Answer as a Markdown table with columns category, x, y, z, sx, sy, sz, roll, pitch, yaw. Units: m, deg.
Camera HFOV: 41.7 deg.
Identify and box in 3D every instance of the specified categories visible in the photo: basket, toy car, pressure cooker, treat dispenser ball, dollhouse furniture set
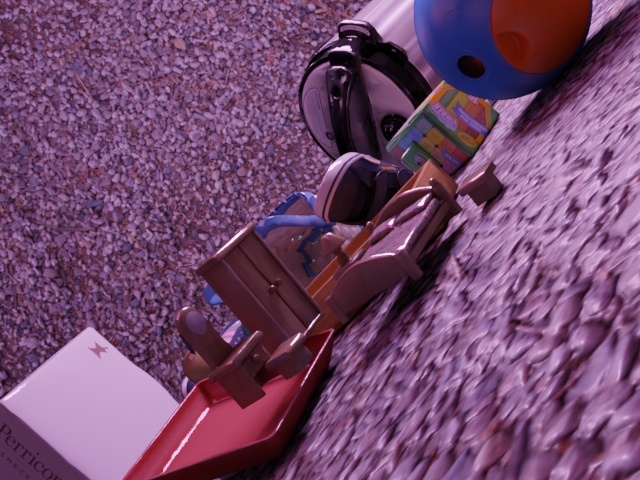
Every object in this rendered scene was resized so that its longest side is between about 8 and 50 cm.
| category | x | y | z | sx | sy | sz | roll | pitch | yaw |
| --- | --- | --- | --- | --- | --- | --- | --- | --- | --- |
| basket | -0.060 | 0.033 | 1.606 | 0.288 | 0.201 | 0.255 | -10 | -27 | -47 |
| toy car | -0.250 | 0.273 | 1.893 | 0.149 | 0.188 | 0.155 | -50 | 4 | -28 |
| pressure cooker | 0.154 | -0.354 | 1.981 | 0.420 | 0.370 | 0.375 | -52 | 7 | -36 |
| treat dispenser ball | 0.296 | -0.376 | 1.378 | 0.288 | 0.288 | 0.288 | -48 | 3 | 3 |
| dollhouse furniture set | 0.016 | 0.006 | 1.073 | 0.355 | 0.174 | 0.303 | -36 | 8 | 35 |

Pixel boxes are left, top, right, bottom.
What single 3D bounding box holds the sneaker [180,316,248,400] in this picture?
| category | x | y | z | sx | sy | sz | roll | pitch | yaw |
| --- | --- | --- | --- | --- | --- | --- | --- | --- | --- |
| sneaker | -0.226 | 0.305 | 2.202 | 0.131 | 0.112 | 0.319 | -19 | 27 | 48 |

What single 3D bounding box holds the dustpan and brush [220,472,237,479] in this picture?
| category | x | y | z | sx | sy | sz | roll | pitch | yaw |
| --- | --- | --- | --- | --- | --- | --- | --- | --- | --- |
| dustpan and brush | -0.147 | 0.307 | 1.210 | 0.211 | 0.060 | 0.147 | -47 | 3 | 17 |

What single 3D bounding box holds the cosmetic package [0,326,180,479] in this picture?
| category | x | y | z | sx | sy | sz | roll | pitch | yaw |
| --- | --- | --- | --- | --- | --- | --- | --- | --- | --- |
| cosmetic package | -0.460 | 0.437 | 1.482 | 0.394 | 0.329 | 0.327 | -48 | 2 | 19 |

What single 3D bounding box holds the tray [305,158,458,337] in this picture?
| category | x | y | z | sx | sy | sz | roll | pitch | yaw |
| --- | --- | --- | --- | --- | --- | --- | --- | --- | --- |
| tray | 0.055 | 0.059 | 1.384 | 0.411 | 0.076 | 0.203 | -48 | 3 | 26 |

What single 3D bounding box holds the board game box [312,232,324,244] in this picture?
| category | x | y | z | sx | sy | sz | roll | pitch | yaw |
| --- | --- | --- | --- | --- | --- | --- | --- | --- | --- |
| board game box | 0.000 | 0.000 | 2.002 | 0.136 | 0.030 | 0.260 | -43 | -6 | 0 |

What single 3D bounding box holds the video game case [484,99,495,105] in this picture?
| category | x | y | z | sx | sy | sz | roll | pitch | yaw |
| --- | --- | --- | --- | --- | --- | --- | --- | --- | --- |
| video game case | 0.349 | -0.282 | 1.981 | 0.173 | 0.022 | 0.190 | -49 | 2 | -8 |

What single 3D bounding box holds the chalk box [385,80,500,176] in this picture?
| category | x | y | z | sx | sy | sz | roll | pitch | yaw |
| --- | --- | --- | --- | --- | --- | --- | --- | --- | --- |
| chalk box | 0.227 | -0.198 | 1.616 | 0.132 | 0.132 | 0.213 | -45 | 5 | 47 |

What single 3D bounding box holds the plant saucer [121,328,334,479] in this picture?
| category | x | y | z | sx | sy | sz | roll | pitch | yaw |
| --- | --- | --- | --- | --- | --- | --- | --- | --- | --- |
| plant saucer | -0.110 | 0.237 | 1.120 | 0.258 | 0.048 | 0.259 | -25 | 13 | 26 |

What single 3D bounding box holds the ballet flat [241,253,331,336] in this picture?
| category | x | y | z | sx | sy | sz | roll | pitch | yaw |
| --- | --- | --- | --- | --- | --- | --- | --- | --- | --- |
| ballet flat | -0.045 | 0.116 | 1.925 | 0.316 | 0.108 | 0.106 | -37 | 2 | 14 |

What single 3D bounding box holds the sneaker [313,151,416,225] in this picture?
| category | x | y | z | sx | sy | sz | roll | pitch | yaw |
| --- | --- | --- | --- | --- | --- | --- | --- | --- | --- |
| sneaker | 0.100 | -0.085 | 1.510 | 0.321 | 0.127 | 0.126 | -22 | -46 | -65 |
